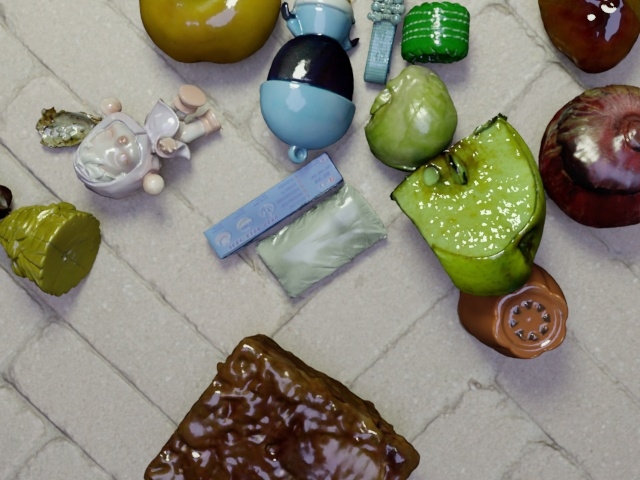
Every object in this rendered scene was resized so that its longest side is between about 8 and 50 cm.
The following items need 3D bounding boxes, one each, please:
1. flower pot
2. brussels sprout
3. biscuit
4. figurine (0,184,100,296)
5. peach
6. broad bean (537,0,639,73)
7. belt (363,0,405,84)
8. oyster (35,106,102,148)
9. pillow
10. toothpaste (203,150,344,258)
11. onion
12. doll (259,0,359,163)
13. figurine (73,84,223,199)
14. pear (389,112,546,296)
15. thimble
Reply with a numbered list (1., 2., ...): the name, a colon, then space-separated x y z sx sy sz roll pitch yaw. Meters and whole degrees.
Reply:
1. flower pot: 0.348 0.121 1.179 0.191 0.173 0.190 0 95 2
2. brussels sprout: 0.169 -0.208 1.172 0.145 0.131 0.183 34 98 20
3. biscuit: -0.071 0.391 1.226 0.395 0.166 0.342 37 95 -4
4. figurine: -0.581 -0.036 1.205 0.315 0.187 0.168 24 101 8
5. peach: -0.189 -0.423 1.145 0.251 0.153 0.251 -1 76 4
6. broad bean: 0.460 -0.401 1.141 0.156 0.122 0.228 -24 89 30
7. belt: 0.111 -0.366 1.168 0.065 0.100 0.179 9 99 5
8. oyster: -0.461 -0.204 1.240 0.132 0.029 0.086 18 103 -3
9. pillow: 0.000 0.000 1.237 0.229 0.051 0.128 -33 92 7
10. toothpaste: -0.085 -0.063 1.233 0.272 0.053 0.066 -33 90 6
11. onion: 0.497 -0.145 1.134 0.246 0.190 0.246 0 79 2
12. doll: -0.015 -0.287 1.163 0.177 0.141 0.314 13 84 -30
13. figurine: -0.314 -0.172 1.191 0.276 0.133 0.200 -30 83 0
14. pear: 0.285 -0.042 1.110 0.238 0.164 0.255 -36 57 5
15. thimble: 0.197 -0.354 1.152 0.118 0.130 0.090 -4 97 -36
